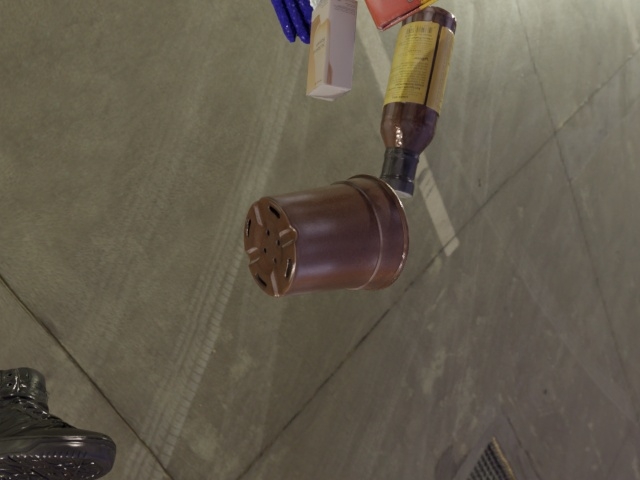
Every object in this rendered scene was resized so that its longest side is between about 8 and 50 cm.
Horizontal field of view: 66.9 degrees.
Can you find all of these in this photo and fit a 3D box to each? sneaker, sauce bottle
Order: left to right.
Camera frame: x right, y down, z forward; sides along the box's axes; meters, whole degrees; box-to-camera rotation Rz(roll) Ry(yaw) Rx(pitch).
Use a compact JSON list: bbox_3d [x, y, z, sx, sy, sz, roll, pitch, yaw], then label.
[{"bbox_3d":[-0.220,0.127,0.350,0.089,0.170,0.051,-90,168,-48],"label":"sneaker"},{"bbox_3d":[0.171,-0.254,0.911,0.112,0.111,0.344,16,86,-37],"label":"sauce bottle"}]

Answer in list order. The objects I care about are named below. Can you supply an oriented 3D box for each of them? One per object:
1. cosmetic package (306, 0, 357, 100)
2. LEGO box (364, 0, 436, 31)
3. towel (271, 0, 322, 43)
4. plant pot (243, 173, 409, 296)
[{"bbox_3d":[0.014,-0.245,0.622,0.041,0.060,0.115,5,87,-24],"label":"cosmetic package"},{"bbox_3d":[0.201,-0.514,0.469,0.372,0.501,0.193,57,33,-24],"label":"LEGO box"},{"bbox_3d":[-0.070,-0.526,0.934,0.227,0.076,0.308,57,20,-36],"label":"towel"},{"bbox_3d":[0.000,0.000,0.638,0.165,0.167,0.166,-9,96,-37],"label":"plant pot"}]
